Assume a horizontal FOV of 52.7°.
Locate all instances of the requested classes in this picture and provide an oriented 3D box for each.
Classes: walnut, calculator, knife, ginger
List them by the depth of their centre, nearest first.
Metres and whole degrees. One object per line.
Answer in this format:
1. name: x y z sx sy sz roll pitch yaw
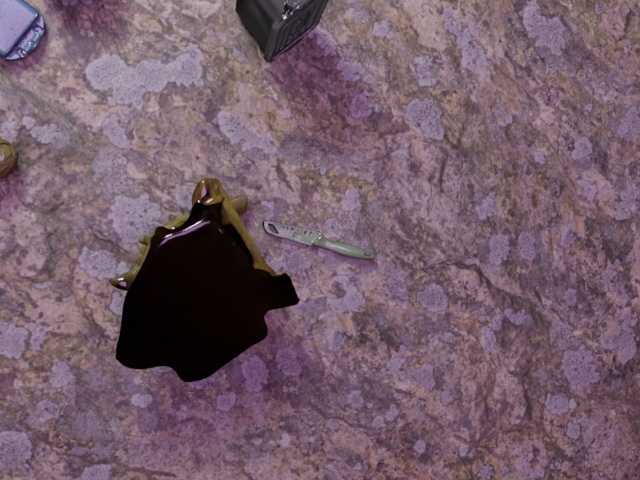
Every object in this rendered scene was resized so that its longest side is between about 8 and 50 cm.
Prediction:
1. calculator: -0.653 -0.452 1.272 0.210 0.039 0.121 36 82 -17
2. walnut: -0.649 -0.162 1.282 0.092 0.092 0.092 -2 96 -18
3. ginger: -0.258 0.087 1.394 0.359 0.211 0.413 32 95 -31
4. knife: -0.001 0.000 1.537 0.293 0.020 0.043 15 93 -18

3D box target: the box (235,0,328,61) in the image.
1. box: -0.086 -0.499 1.355 0.163 0.243 0.135 -41 93 -9
